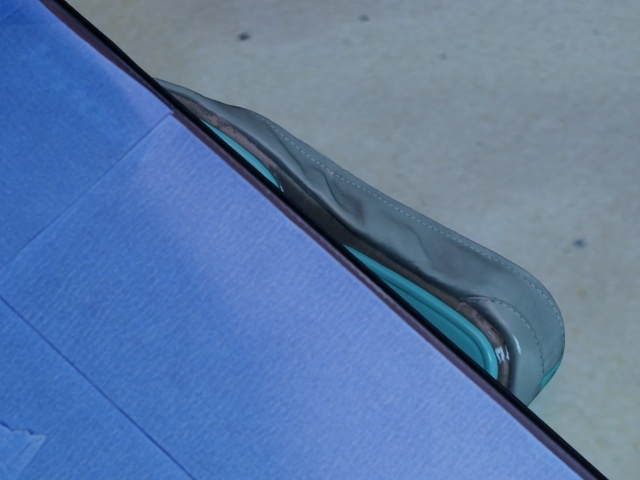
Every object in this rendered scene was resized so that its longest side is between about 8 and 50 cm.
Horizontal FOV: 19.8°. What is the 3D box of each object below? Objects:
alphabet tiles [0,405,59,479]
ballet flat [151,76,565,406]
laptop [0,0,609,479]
[{"bbox_3d":[-0.200,0.094,0.508,0.284,0.021,0.278,8,77,27],"label":"alphabet tiles"},{"bbox_3d":[0.000,0.000,0.711,0.213,0.072,0.068,34,31,20],"label":"ballet flat"},{"bbox_3d":[-0.100,0.172,0.307,0.382,0.236,0.408,41,28,15],"label":"laptop"}]
